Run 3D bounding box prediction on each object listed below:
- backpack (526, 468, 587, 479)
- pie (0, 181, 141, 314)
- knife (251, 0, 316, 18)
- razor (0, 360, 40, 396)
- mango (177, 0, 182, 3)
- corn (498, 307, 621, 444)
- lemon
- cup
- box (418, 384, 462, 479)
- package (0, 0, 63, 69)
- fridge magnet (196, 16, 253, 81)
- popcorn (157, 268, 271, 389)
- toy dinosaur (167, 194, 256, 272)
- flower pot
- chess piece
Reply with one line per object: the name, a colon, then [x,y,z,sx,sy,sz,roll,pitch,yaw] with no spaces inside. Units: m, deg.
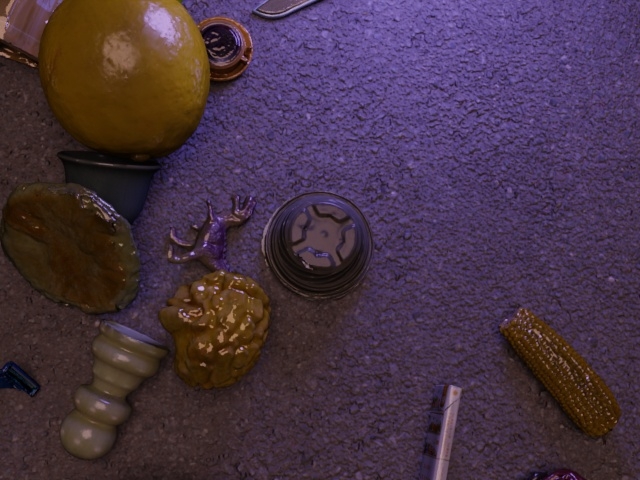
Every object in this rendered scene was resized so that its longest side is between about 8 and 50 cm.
backpack: [0.463,0.561,1.526,0.229,0.139,0.229,2,76,-8]
pie: [-0.474,0.011,1.529,0.306,0.071,0.306,6,122,9]
knife: [0.008,-0.564,1.763,0.343,0.027,0.061,-27,86,-6]
razor: [-0.699,0.342,1.532,0.324,0.093,0.056,-36,44,-6]
mango: [-0.366,-0.556,1.700,0.117,0.089,0.163,-25,84,-22]
corn: [0.487,0.265,1.609,0.101,0.101,0.310,-37,81,-10]
lemon: [-0.371,-0.320,1.541,0.347,0.348,0.348,1,79,-4]
cup: [-0.420,-0.090,1.582,0.199,0.199,0.150,8,100,-3]
box: [0.228,0.391,1.551,0.032,0.122,0.221,13,79,-3]
package: [-0.560,-0.521,1.644,0.221,0.165,0.311,20,79,0]
fridge magnet: [-0.213,-0.406,1.699,0.143,0.063,0.143,1,82,-6]
popcorn: [-0.206,0.164,1.519,0.203,0.200,0.226,31,117,-18]
toy dinosaur: [-0.207,0.029,1.617,0.199,0.072,0.251,1,71,-12]
flower pot: [0.000,0.000,1.601,0.235,0.140,0.236,0,80,-2]
chess piece: [-0.406,0.292,1.526,0.144,0.144,0.251,25,85,1]
